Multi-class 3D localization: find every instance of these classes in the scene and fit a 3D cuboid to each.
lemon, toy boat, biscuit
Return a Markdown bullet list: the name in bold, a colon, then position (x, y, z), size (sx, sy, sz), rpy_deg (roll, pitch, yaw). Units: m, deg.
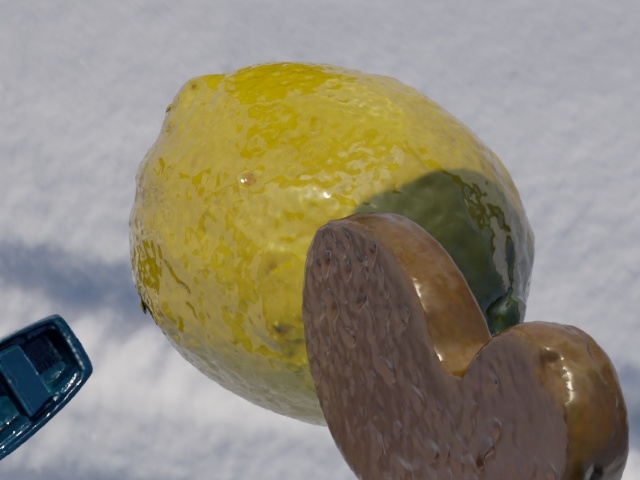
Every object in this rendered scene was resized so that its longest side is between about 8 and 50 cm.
- **lemon**: position (0.000, 0.000, 1.277), size (0.245, 0.319, 0.245), rpy_deg (-42, 143, -42)
- **toy boat**: position (-0.347, 0.174, 1.708), size (0.299, 0.061, 0.096), rpy_deg (-35, 105, -24)
- **biscuit**: position (0.102, 0.157, 0.882), size (0.064, 0.432, 0.283), rpy_deg (-10, 142, -24)
